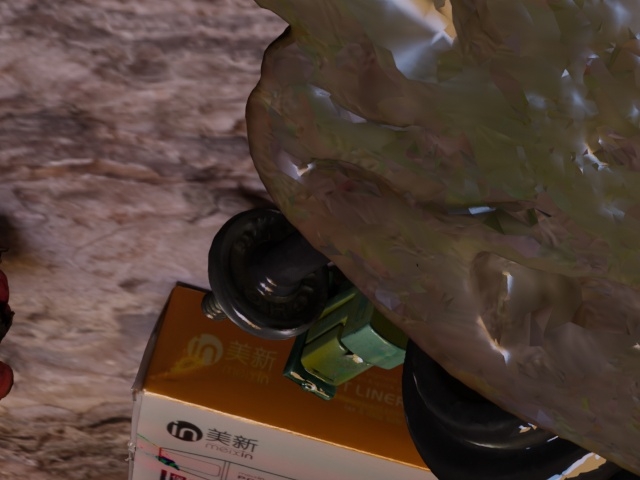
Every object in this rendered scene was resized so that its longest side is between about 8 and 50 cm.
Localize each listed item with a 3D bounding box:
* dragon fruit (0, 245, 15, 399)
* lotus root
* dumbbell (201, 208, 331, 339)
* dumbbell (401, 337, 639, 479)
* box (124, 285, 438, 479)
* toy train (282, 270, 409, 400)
[{"bbox_3d":[-0.315,0.066,0.995,0.227,0.224,0.224,-2,145,20],"label":"dragon fruit"},{"bbox_3d":[0.126,-0.066,0.559,0.375,0.111,0.390,9,133,36],"label":"lotus root"},{"bbox_3d":[0.000,0.000,0.879,0.082,0.081,0.254,29,148,-21],"label":"dumbbell"},{"bbox_3d":[0.166,0.080,0.833,0.290,0.192,0.192,35,143,-31],"label":"dumbbell"},{"bbox_3d":[0.004,0.147,1.104,0.274,0.091,0.220,16,148,-2],"label":"box"},{"bbox_3d":[0.025,0.046,0.944,0.050,0.081,0.122,31,143,-20],"label":"toy train"}]
